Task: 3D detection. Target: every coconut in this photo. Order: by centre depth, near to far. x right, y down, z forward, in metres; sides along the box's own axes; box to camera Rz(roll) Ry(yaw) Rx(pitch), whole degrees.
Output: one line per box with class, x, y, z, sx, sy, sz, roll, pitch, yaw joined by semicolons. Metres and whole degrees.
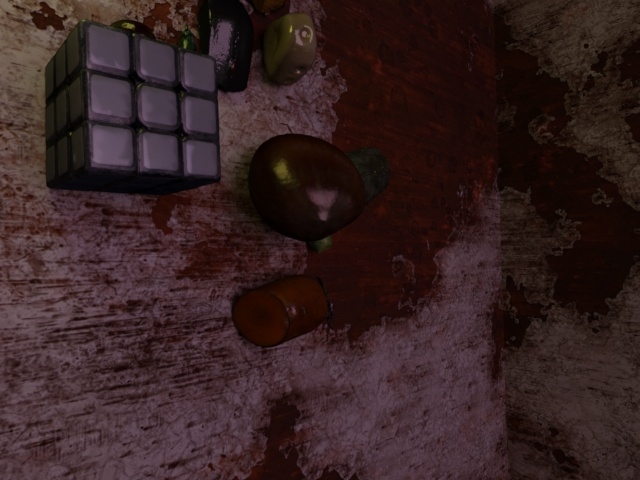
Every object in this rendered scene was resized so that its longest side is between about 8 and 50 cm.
coconut;0.000;0.000;1.606;0.088;0.088;0.096;21;68;-41

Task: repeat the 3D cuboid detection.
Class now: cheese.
cheese;-0.107;-0.622;1.458;0.117;0.235;0.218;0;47;-35

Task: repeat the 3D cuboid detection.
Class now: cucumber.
cucumber;-0.380;-0.495;1.284;0.056;0.056;0.250;9;84;-43

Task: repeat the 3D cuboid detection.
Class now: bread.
bread;-0.177;-0.860;1.452;0.143;0.139;0.229;-37;112;-30

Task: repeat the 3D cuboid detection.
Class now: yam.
yam;0.138;-0.225;1.675;0.271;0.201;0.202;-44;156;-52

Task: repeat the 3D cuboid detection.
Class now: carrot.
carrot;-0.080;0.207;1.432;0.331;0.214;0.193;-14;99;-47

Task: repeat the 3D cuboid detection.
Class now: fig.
fig;-0.496;-0.502;1.150;0.155;0.103;0.109;-5;136;-14

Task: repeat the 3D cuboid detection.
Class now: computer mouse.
computer mouse;-0.275;-0.601;1.368;0.168;0.087;0.295;-3;92;-47

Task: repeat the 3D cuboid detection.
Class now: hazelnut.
hazelnut;-0.045;-0.155;1.391;0.366;0.366;0.366;3;86;-44

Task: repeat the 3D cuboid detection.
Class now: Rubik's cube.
Rubik's cube;-0.435;-0.271;1.047;0.301;0.305;0.304;0;87;-45
